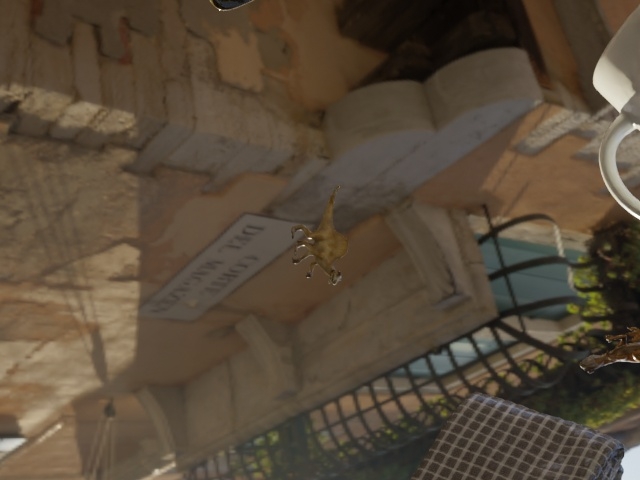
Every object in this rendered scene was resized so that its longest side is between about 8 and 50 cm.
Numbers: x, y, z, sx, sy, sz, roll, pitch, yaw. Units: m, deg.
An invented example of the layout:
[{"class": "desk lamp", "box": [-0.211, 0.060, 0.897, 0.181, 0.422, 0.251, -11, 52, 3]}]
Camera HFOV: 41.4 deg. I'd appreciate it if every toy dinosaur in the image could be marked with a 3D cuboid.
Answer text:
[{"class": "toy dinosaur", "box": [0.000, 0.000, 1.398, 0.053, 0.093, 0.183, 80, 8, -61]}, {"class": "toy dinosaur", "box": [0.496, 0.163, 1.257, 0.211, 0.112, 0.064, 0, -138, 25]}]

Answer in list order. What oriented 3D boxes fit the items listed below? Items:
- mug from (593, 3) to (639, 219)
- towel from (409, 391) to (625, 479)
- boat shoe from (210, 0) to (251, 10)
[{"class": "mug", "box": [0.586, -0.184, 1.252, 0.374, 0.276, 0.328, -47, -113, 19]}, {"class": "towel", "box": [0.246, 0.342, 1.130, 0.235, 0.284, 0.121, 15, -48, 34]}, {"class": "boat shoe", "box": [-0.068, -0.310, 0.969, 0.049, 0.152, 0.056, 46, -32, 34]}]
